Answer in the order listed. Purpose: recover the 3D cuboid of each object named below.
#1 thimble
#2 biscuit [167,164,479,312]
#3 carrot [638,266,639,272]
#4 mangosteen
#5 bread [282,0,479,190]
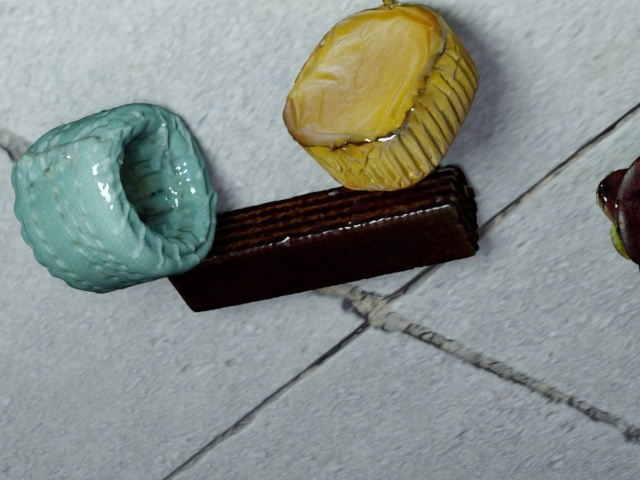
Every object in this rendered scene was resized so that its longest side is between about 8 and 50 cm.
[{"bbox_3d":[-0.228,-0.049,1.682,0.143,0.199,0.235,-15,156,25],"label":"thimble"},{"bbox_3d":[0.000,0.000,1.842,0.388,0.073,0.107,-13,140,16],"label":"biscuit"},{"bbox_3d":[0.435,0.080,1.953,0.049,0.049,0.254,-7,144,11],"label":"carrot"},{"bbox_3d":[0.398,-0.031,1.735,0.166,0.166,0.180,24,162,-26],"label":"mangosteen"},{"bbox_3d":[0.067,-0.143,1.565,0.199,0.199,0.104,-19,138,23],"label":"bread"}]
